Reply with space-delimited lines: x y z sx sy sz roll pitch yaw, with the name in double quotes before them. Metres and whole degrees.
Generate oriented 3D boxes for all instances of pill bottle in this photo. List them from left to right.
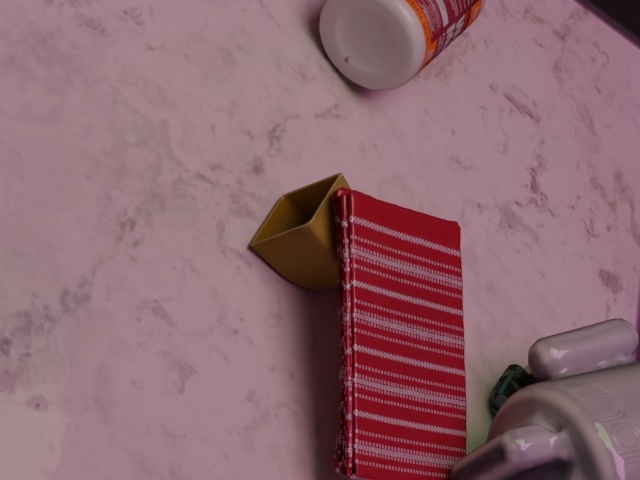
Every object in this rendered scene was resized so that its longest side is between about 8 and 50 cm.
"pill bottle" 0.101 -0.256 2.013 0.121 0.121 0.221 52 44 -6

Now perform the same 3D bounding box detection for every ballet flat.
"ballet flat" 0.256 0.149 1.963 0.188 0.070 0.070 0 68 -42

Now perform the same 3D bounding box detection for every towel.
"towel" 0.076 0.096 1.809 0.199 0.031 0.275 15 70 -51

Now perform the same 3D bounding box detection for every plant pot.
"plant pot" 0.000 0.000 1.819 0.083 0.081 0.081 52 44 -21

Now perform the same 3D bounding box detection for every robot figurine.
"robot figurine" 0.302 0.222 1.854 0.353 0.200 0.300 -9 74 -34
